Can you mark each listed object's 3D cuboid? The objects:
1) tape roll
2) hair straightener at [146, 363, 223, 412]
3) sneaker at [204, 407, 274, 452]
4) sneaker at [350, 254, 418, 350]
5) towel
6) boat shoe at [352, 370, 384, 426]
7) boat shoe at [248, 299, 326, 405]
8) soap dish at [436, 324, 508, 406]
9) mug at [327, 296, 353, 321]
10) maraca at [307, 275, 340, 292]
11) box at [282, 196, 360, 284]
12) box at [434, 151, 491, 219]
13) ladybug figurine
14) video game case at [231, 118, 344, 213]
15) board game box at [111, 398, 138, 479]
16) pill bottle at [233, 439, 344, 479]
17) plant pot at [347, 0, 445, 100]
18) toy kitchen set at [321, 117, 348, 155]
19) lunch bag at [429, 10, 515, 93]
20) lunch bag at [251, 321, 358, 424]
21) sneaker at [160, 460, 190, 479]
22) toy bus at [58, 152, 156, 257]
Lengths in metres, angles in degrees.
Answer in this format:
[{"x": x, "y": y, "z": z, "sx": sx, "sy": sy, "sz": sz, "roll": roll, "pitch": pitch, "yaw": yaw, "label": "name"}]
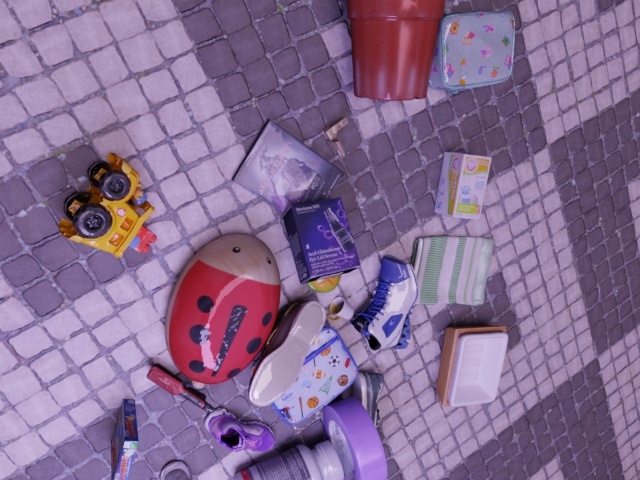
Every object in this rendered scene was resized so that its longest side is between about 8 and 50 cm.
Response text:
[{"x": 0.102, "y": 0.638, "z": 1.544, "sx": 0.090, "sy": 0.275, "sz": 0.275, "roll": -14, "pitch": 108, "yaw": -19, "label": "tape roll"}, {"x": -0.373, "y": 0.414, "z": 1.385, "sx": 0.230, "sy": 0.089, "sz": 0.047, "roll": 30, "pitch": 84, "yaw": -6, "label": "hair straightener"}, {"x": -0.234, "y": 0.592, "z": 1.483, "sx": 0.236, "sy": 0.104, "sz": 0.095, "roll": 32, "pitch": 88, "yaw": -28, "label": "sneaker"}, {"x": 0.195, "y": 0.217, "z": 1.548, "sx": 0.182, "sy": 0.127, "sz": 0.316, "roll": -10, "pitch": 108, "yaw": -33, "label": "sneaker"}, {"x": 0.447, "y": 0.107, "z": 1.694, "sx": 0.324, "sy": 0.038, "sz": 0.248, "roll": 2, "pitch": 101, "yaw": -24, "label": "towel"}, {"x": 0.167, "y": 0.590, "z": 1.651, "sx": 0.098, "sy": 0.116, "sz": 0.320, "roll": -5, "pitch": 100, "yaw": -18, "label": "boat shoe"}, {"x": -0.104, "y": 0.309, "z": 1.395, "sx": 0.116, "sy": 0.096, "sz": 0.324, "roll": 40, "pitch": 71, "yaw": -24, "label": "boat shoe"}, {"x": 0.536, "y": 0.438, "z": 1.770, "sx": 0.228, "sy": 0.118, "sz": 0.291, "roll": 1, "pitch": 102, "yaw": -24, "label": "soap dish"}, {"x": 0.066, "y": 0.219, "z": 1.553, "sx": 0.064, "sy": 0.078, "sz": 0.062, "roll": 36, "pitch": 55, "yaw": -35, "label": "mug"}, {"x": 0.005, "y": 0.062, "z": 1.461, "sx": 0.127, "sy": 0.099, "sz": 0.186, "roll": 3, "pitch": 78, "yaw": -28, "label": "maraca"}, {"x": 0.000, "y": 0.000, "z": 1.363, "sx": 0.153, "sy": 0.108, "sz": 0.207, "roll": -13, "pitch": 81, "yaw": -20, "label": "box"}, {"x": 0.455, "y": -0.178, "z": 1.589, "sx": 0.114, "sy": 0.103, "sz": 0.203, "roll": 3, "pitch": 102, "yaw": -24, "label": "box"}, {"x": -0.254, "y": 0.204, "z": 1.344, "sx": 0.305, "sy": 0.162, "sz": 0.450, "roll": 15, "pitch": 97, "yaw": -26, "label": "ladybug figurine"}, {"x": -0.086, "y": -0.182, "z": 1.398, "sx": 0.274, "sy": 0.026, "sz": 0.196, "roll": 32, "pitch": 89, "yaw": -27, "label": "video game case"}, {"x": -0.513, "y": 0.526, "z": 1.290, "sx": 0.035, "sy": 0.201, "sz": 0.136, "roll": 14, "pitch": 96, "yaw": -25, "label": "board game box"}, {"x": -0.095, "y": 0.750, "z": 1.541, "sx": 0.318, "sy": 0.176, "sz": 0.177, "roll": -18, "pitch": 109, "yaw": -18, "label": "pill bottle"}, {"x": 0.192, "y": -0.519, "z": 1.318, "sx": 0.272, "sy": 0.272, "sz": 0.265, "roll": -9, "pitch": 115, "yaw": -21, "label": "plant pot"}, {"x": 0.063, "y": -0.294, "z": 1.409, "sx": 0.075, "sy": 0.068, "sz": 0.083, "roll": -38, "pitch": 115, "yaw": -11, "label": "toy kitchen set"}, {"x": 0.444, "y": -0.563, "z": 1.485, "sx": 0.279, "sy": 0.108, "sz": 0.224, "roll": -12, "pitch": 113, "yaw": -19, "label": "lunch bag"}, {"x": -0.053, "y": 0.400, "z": 1.510, "sx": 0.303, "sy": 0.115, "sz": 0.243, "roll": -34, "pitch": 112, "yaw": -14, "label": "lunch bag"}, {"x": -0.396, "y": 0.787, "z": 1.451, "sx": 0.099, "sy": 0.121, "sz": 0.263, "roll": -24, "pitch": 111, "yaw": -15, "label": "sneaker"}, {"x": -0.481, "y": -0.069, "z": 1.198, "sx": 0.211, "sy": 0.149, "sz": 0.220, "roll": 36, "pitch": 85, "yaw": -40, "label": "toy bus"}]
